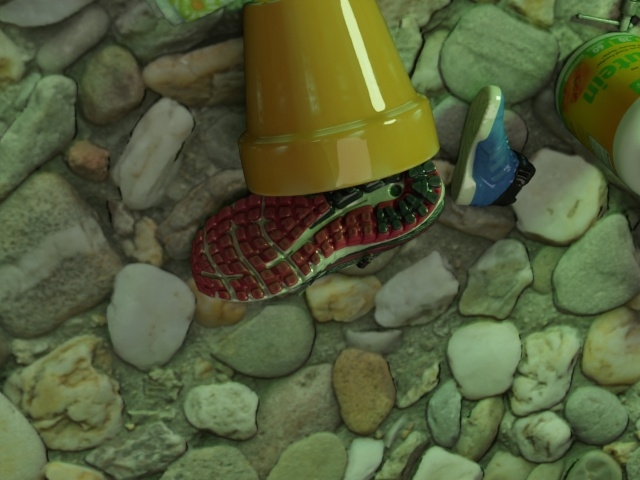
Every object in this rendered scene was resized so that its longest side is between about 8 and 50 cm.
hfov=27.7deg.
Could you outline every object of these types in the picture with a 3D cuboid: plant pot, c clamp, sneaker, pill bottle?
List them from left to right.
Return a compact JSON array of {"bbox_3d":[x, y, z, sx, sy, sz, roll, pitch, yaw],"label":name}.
[{"bbox_3d":[0.000,0.000,1.449,0.299,0.121,0.112,-18,161,5],"label":"sneaker"},{"bbox_3d":[0.004,-0.164,1.324,0.205,0.205,0.188,-14,104,-8],"label":"plant pot"},{"bbox_3d":[0.206,-0.105,1.475,0.084,0.058,0.152,5,120,-11],"label":"sneaker"},{"bbox_3d":[0.362,-0.124,1.400,0.136,0.246,0.136,-7,118,-12],"label":"pill bottle"},{"bbox_3d":[0.377,-0.302,1.440,0.137,0.022,0.161,12,114,-20],"label":"c clamp"}]

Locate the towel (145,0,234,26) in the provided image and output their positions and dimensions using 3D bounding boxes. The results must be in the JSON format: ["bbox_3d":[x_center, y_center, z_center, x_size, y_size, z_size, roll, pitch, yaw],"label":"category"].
[{"bbox_3d":[-0.077,-0.399,1.184,0.374,0.090,0.320,-27,131,12],"label":"towel"}]
